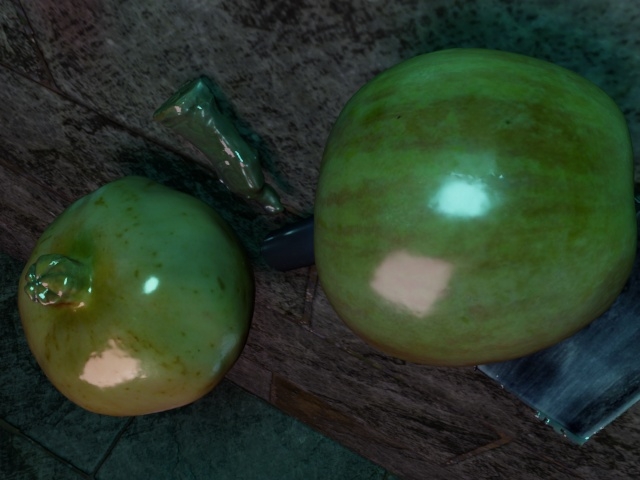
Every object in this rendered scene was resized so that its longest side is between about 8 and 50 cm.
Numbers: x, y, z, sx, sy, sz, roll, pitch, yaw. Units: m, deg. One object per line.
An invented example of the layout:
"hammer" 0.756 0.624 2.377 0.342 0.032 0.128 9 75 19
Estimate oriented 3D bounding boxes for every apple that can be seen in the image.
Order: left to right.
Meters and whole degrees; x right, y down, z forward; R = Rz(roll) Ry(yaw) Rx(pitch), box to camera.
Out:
"apple" 0.121 -0.023 0.465 0.234 0.256 0.256 1 145 15

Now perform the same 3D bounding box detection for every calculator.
"calculator" 0.290 0.080 0.545 0.161 0.021 0.261 37 113 -8

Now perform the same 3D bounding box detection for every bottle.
"bottle" 0.000 0.000 0.820 0.244 0.072 0.082 -19 103 57

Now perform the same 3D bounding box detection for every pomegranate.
"pomegranate" -0.307 0.094 0.945 0.412 0.411 0.411 25 153 14

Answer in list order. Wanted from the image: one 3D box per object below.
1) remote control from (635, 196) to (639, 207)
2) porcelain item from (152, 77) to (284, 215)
"remote control" 0.276 -0.039 0.533 0.096 0.014 0.039 35 153 -9
"porcelain item" -0.118 -0.112 0.758 0.081 0.069 0.215 -15 128 40
